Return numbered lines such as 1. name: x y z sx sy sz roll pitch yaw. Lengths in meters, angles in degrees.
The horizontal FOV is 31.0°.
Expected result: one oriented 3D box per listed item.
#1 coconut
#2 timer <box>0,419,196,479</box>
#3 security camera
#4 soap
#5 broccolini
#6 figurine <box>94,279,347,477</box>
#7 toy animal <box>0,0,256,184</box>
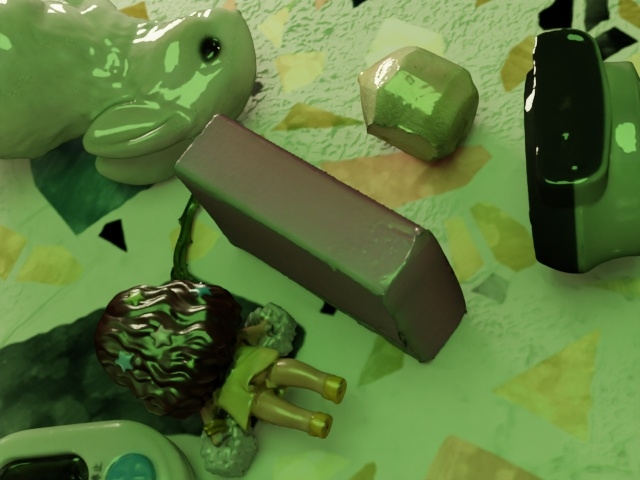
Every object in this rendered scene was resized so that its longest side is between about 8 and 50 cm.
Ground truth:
1. coconut: 0.091 -0.139 1.166 0.124 0.110 0.110 26 75 20
2. timer: -0.227 0.299 1.061 0.237 0.087 0.262 -8 62 14
3. security camera: 0.322 -0.075 1.007 0.277 0.191 0.197 -4 58 14
4. soap: 0.001 -0.001 1.083 0.259 0.181 0.081 32 77 30
5. broccolini: -0.139 -0.007 1.214 0.052 0.054 0.194 -21 56 30
6. figurine: -0.096 0.119 1.077 0.240 0.116 0.175 21 72 7
7. toy animal: -0.253 -0.170 1.262 0.357 0.194 0.258 9 58 14
